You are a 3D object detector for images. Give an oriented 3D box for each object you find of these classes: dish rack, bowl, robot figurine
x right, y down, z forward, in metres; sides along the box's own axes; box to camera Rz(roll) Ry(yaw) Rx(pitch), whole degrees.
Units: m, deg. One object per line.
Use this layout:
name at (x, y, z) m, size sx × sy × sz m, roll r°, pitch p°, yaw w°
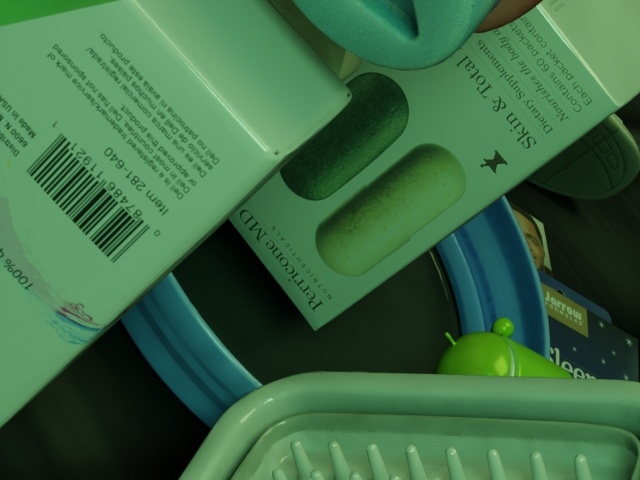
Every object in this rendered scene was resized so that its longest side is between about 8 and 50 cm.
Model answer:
dish rack at (0.026, 0.195, 0.715) m, size 0.333 × 0.285 × 0.072 m, roll -56°, pitch 135°, yaw -46°
bowl at (0.000, 0.000, 1.045) m, size 0.391 × 0.077 × 0.391 m, roll 27°, pitch 43°, yaw -29°
robot figurine at (0.124, 0.102, 0.967) m, size 0.115 × 0.067 × 0.101 m, roll 27°, pitch 55°, yaw -28°

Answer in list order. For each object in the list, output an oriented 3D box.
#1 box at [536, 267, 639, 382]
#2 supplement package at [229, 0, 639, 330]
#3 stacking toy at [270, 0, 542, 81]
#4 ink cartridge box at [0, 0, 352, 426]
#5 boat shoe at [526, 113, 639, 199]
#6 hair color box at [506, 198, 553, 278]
box at (0.206, 0.123, 1.191) m, size 0.136 × 0.036 × 0.225 m, roll 29°, pitch 49°, yaw -29°
supplement package at (0.065, -0.115, 0.925) m, size 0.199 × 0.262 × 0.198 m, roll 52°, pitch 37°, yaw 1°
stacking toy at (-0.048, -0.187, 0.688) m, size 0.130 × 0.279 × 0.309 m, roll -41°, pitch 92°, yaw -28°
ink cartridge box at (-0.157, -0.046, 0.739) m, size 0.201 × 0.278 × 0.117 m, roll 48°, pitch 28°, yaw -2°
boat shoe at (0.193, -0.158, 1.462) m, size 0.320 × 0.118 × 0.103 m, roll 32°, pitch 39°, yaw -14°
hair color box at (0.168, 0.027, 1.292) m, size 0.072 × 0.043 × 0.141 m, roll 31°, pitch 35°, yaw -27°
